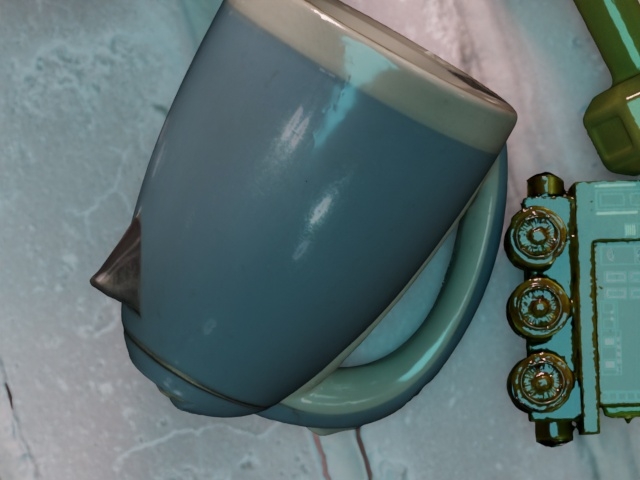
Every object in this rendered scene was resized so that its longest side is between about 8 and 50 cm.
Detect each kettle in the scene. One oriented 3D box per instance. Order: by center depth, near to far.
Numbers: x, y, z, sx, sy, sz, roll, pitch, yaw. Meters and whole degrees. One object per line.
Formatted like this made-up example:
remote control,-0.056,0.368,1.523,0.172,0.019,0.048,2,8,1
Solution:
kettle,0.000,0.000,1.508,0.319,0.247,0.342,24,101,-23

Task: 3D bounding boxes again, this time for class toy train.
toy train,0.220,0.055,1.543,0.137,0.090,0.225,-2,85,3

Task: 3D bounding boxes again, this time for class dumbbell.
dumbbell,0.228,-0.202,1.536,0.108,0.121,0.302,-26,88,-25
